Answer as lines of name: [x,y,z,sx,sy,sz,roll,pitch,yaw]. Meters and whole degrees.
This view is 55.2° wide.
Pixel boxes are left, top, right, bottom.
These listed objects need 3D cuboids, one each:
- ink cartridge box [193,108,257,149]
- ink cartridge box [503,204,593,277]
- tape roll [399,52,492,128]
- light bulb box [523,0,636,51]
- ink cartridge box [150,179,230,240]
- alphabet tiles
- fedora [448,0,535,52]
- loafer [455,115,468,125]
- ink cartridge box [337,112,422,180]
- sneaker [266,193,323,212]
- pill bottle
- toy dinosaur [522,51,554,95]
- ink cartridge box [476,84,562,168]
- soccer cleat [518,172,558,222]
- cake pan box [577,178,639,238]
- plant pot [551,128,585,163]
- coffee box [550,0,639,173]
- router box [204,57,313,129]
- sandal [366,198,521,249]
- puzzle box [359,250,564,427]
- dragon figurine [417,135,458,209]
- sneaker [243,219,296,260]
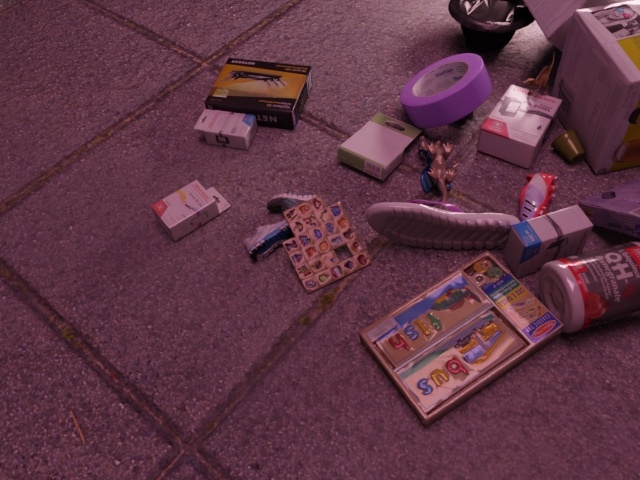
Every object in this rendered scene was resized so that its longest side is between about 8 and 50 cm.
ink cartridge box: [-0.307,-0.363,1.991,0.180,0.060,0.104,11,55,13]
ink cartridge box: [0.583,0.003,1.578,0.190,0.140,0.082,-16,52,-7]
tape roll: [0.390,-0.469,1.915,0.274,0.090,0.275,-25,32,17]
light bulb box: [0.856,-0.758,1.981,0.357,0.225,0.361,20,43,-32]
ink cartridge box: [-0.377,-0.100,1.791,0.198,0.067,0.115,-34,57,-20]
alphabet tiles: [0.000,0.000,1.663,0.198,0.009,0.237,-25,76,-13]
fedora: [0.598,-0.764,2.154,0.333,0.153,0.334,0,47,0]
loafer: [0.478,-0.457,1.991,0.078,0.076,0.223,41,59,-10]
ink cartridge box: [0.186,-0.296,1.900,0.171,0.056,0.235,28,49,23]
sneaker: [-0.075,-0.091,1.763,0.166,0.065,0.076,-1,57,7]
pill bottle: [0.708,0.102,1.468,0.318,0.176,0.176,-13,53,-5]
toy dinosaur: [0.674,-0.491,1.854,0.053,0.093,0.183,34,59,27]
ink cartridge box: [0.609,-0.353,1.873,0.171,0.100,0.237,25,58,22]
soccer cleat: [0.587,-0.095,1.701,0.095,0.083,0.248,9,52,34]
cake pan box: [0.858,-0.092,1.587,0.245,0.070,0.267,-22,17,-10]
plant pot: [0.746,-0.275,1.823,0.083,0.083,0.079,-21,65,-11]
coffee box: [0.920,-0.452,1.771,0.334,0.338,0.338,-11,52,-3]
router box: [-0.204,-0.501,2.075,0.308,0.081,0.243,9,54,12]
sandal: [0.326,-0.055,1.639,0.415,0.169,0.102,9,56,-4]
puzzle box: [0.333,0.225,1.472,0.408,0.052,0.272,-31,56,-13]
dragon figurine: [0.341,-0.191,1.784,0.085,0.144,0.289,-5,72,0]
sneaker: [-0.132,-0.025,1.713,0.190,0.071,0.083,-30,49,-15]
